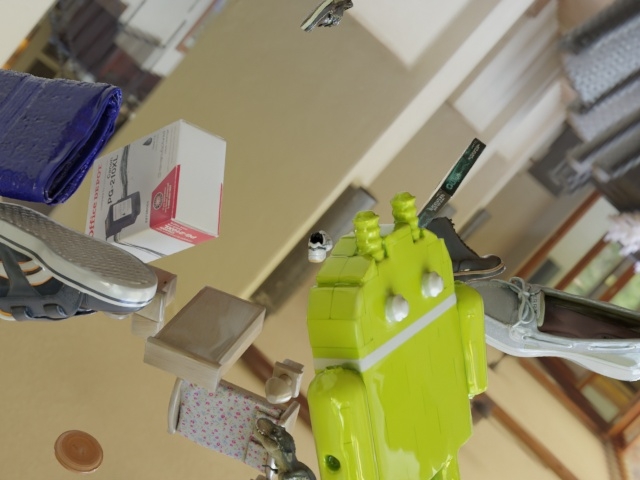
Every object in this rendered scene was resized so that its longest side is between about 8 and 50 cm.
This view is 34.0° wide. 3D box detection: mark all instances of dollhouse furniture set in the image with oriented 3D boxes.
[{"bbox_3d":[-0.206,0.262,1.597,0.303,0.356,0.174,21,-149,14],"label":"dollhouse furniture set"}]

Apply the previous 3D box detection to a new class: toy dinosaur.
[{"bbox_3d":[-0.034,0.372,1.430,0.268,0.118,0.064,56,180,-17],"label":"toy dinosaur"}]

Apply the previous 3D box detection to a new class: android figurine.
[{"bbox_3d":[0.062,0.102,0.807,0.056,0.273,0.248,0,-167,32],"label":"android figurine"}]

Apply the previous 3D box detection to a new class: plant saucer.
[{"bbox_3d":[-0.394,0.344,1.712,0.083,0.013,0.083,24,-147,-17],"label":"plant saucer"}]

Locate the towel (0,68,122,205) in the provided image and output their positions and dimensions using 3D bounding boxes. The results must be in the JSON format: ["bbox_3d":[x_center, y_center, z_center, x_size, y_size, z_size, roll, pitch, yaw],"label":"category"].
[{"bbox_3d":[-0.458,-0.151,1.495,0.308,0.228,0.076,12,140,18],"label":"towel"}]

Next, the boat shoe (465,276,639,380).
[{"bbox_3d":[0.361,0.119,1.582,0.320,0.103,0.118,19,-132,2],"label":"boat shoe"}]

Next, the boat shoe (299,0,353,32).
[{"bbox_3d":[0.017,-0.401,1.839,0.049,0.056,0.152,49,-132,-11],"label":"boat shoe"}]

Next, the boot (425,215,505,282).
[{"bbox_3d":[0.266,0.010,1.963,0.198,0.077,0.137,-11,-91,-45],"label":"boot"}]

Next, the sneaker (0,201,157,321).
[{"bbox_3d":[-0.341,0.054,1.365,0.321,0.127,0.126,23,-165,36],"label":"sneaker"}]

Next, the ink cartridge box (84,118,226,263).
[{"bbox_3d":[-0.268,-0.069,1.676,0.100,0.237,0.172,22,-119,-41],"label":"ink cartridge box"}]

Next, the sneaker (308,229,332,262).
[{"bbox_3d":[0.000,0.000,1.585,0.032,0.037,0.083,0,-153,8],"label":"sneaker"}]

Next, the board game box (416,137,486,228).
[{"bbox_3d":[0.203,-0.080,1.741,0.026,0.126,0.186,36,150,1],"label":"board game box"}]
